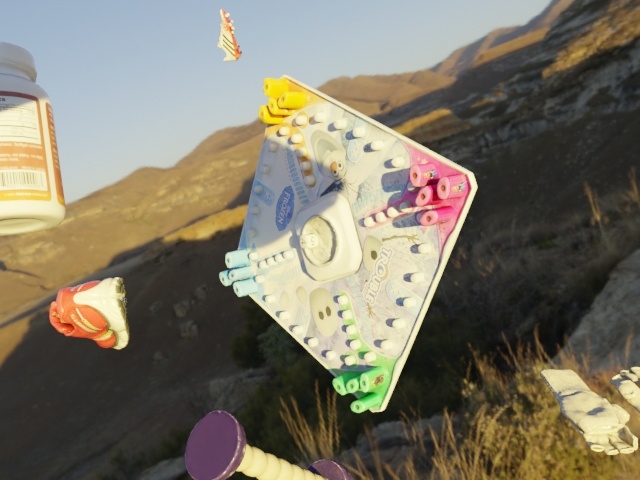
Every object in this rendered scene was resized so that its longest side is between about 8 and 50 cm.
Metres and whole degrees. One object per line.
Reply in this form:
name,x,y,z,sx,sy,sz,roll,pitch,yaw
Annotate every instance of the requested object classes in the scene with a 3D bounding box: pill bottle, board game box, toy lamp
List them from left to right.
pill bottle,-0.386,-0.122,0.708,0.121,0.216,0.121,-11,-9,-2
toy lamp,-0.037,0.273,0.666,0.080,0.274,0.080,-20,51,26
board game box,0.000,0.000,0.874,0.050,0.390,0.390,-10,37,-43

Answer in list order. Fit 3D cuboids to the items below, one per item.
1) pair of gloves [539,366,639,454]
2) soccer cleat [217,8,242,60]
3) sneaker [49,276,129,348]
pair of gloves,0.534,0.292,1.025,0.240,0.042,0.204,4,26,-4
soccer cleat,-0.157,-0.337,0.960,0.035,0.083,0.029,-11,31,8
sneaker,-0.380,0.119,0.958,0.118,0.107,0.279,-4,-19,-18
